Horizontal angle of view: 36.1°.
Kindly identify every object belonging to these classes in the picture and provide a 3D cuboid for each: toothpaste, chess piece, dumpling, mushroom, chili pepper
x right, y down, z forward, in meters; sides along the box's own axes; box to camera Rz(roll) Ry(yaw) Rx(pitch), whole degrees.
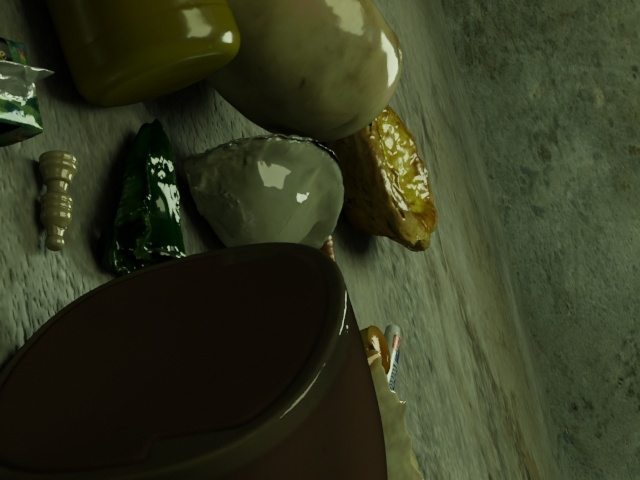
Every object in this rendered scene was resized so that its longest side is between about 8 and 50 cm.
[{"bbox_3d":[0.109,0.225,1.607,0.052,0.033,0.218,54,31,-32],"label":"toothpaste"},{"bbox_3d":[-0.239,-0.034,0.891,0.035,0.035,0.092,38,43,-58],"label":"chess piece"},{"bbox_3d":[-0.056,-0.061,1.201,0.247,0.172,0.142,45,19,-50],"label":"dumpling"},{"bbox_3d":[-0.026,-0.276,1.218,0.353,0.353,0.325,5,73,-69],"label":"mushroom"},{"bbox_3d":[-0.178,-0.043,1.024,0.108,0.062,0.216,62,21,-44],"label":"chili pepper"}]

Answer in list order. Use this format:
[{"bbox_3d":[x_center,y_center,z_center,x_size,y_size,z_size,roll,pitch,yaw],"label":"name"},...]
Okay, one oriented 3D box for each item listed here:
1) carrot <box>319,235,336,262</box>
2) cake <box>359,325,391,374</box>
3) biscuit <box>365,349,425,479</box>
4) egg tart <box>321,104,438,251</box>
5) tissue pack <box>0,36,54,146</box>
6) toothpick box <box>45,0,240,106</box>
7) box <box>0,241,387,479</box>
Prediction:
[{"bbox_3d":[0.000,0.000,1.490,0.048,0.048,0.216,-40,116,-69],"label":"carrot"},{"bbox_3d":[0.081,0.177,1.550,0.084,0.044,0.084,-17,90,-72],"label":"cake"},{"bbox_3d":[0.054,0.309,1.233,0.204,0.040,0.309,-35,113,-31],"label":"biscuit"},{"bbox_3d":[0.095,-0.122,1.714,0.341,0.129,0.341,52,27,-42],"label":"egg tart"},{"bbox_3d":[-0.276,-0.129,0.799,0.111,0.079,0.085,3,72,-69],"label":"tissue pack"},{"bbox_3d":[-0.204,-0.287,0.993,0.271,0.175,0.175,69,20,0],"label":"toothpick box"},{"bbox_3d":[-0.084,0.163,0.770,0.301,0.301,0.216,-75,147,-57],"label":"box"}]
